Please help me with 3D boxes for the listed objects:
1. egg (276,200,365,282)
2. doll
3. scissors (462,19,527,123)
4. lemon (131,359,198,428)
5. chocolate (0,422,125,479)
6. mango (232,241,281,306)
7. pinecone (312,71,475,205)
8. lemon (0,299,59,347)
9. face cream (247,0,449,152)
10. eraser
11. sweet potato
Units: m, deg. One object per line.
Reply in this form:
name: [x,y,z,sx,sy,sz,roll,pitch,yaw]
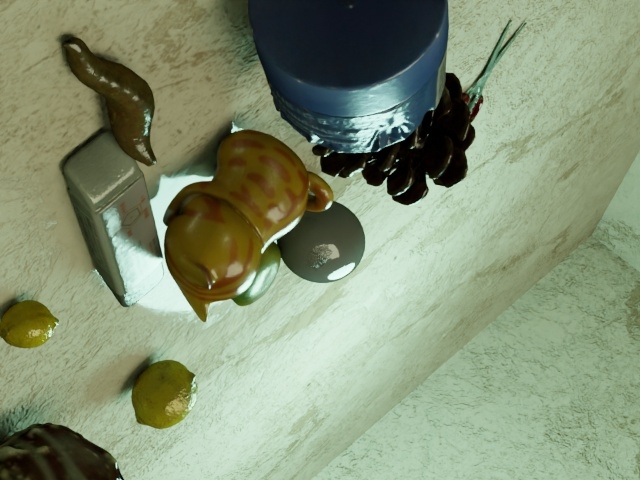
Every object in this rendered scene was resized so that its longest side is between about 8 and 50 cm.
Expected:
egg: [0.000,0.000,2.139,0.146,0.146,0.199,-51,156,6]
doll: [-0.122,-0.032,1.766,0.269,0.162,0.166,-49,158,-24]
scissors: [0.326,-0.325,2.437,0.144,0.017,0.247,-14,139,-60]
lemon: [-0.268,0.264,2.111,0.133,0.109,0.109,-42,161,6]
chocolate: [-0.451,0.401,1.814,0.340,0.210,0.225,-40,-170,-35]
mango: [-0.121,0.046,2.072,0.122,0.086,0.191,-58,171,-6]
pinecone: [0.109,-0.171,1.930,0.309,0.244,0.244,-5,135,-42]
lemon: [-0.385,0.112,1.635,0.092,0.065,0.065,-10,138,-48]
face cream: [0.043,-0.258,1.596,0.249,0.249,0.225,-46,161,-9]
eraser: [-0.268,-0.019,1.651,0.089,0.061,0.352,-43,160,-21]
sweet potato: [-0.236,-0.174,1.443,0.069,0.059,0.249,-47,153,-13]
